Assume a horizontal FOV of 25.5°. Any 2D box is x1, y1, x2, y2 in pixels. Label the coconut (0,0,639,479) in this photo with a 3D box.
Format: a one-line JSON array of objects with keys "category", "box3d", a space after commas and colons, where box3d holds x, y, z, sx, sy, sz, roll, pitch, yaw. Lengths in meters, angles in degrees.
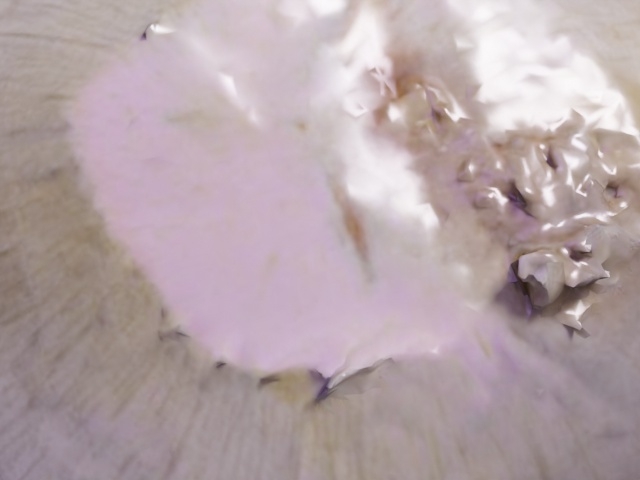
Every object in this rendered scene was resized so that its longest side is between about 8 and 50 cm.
[{"category": "coconut", "box3d": [0.000, 0.000, 0.441, 0.297, 0.254, 0.297, -1, 85, 6]}]
